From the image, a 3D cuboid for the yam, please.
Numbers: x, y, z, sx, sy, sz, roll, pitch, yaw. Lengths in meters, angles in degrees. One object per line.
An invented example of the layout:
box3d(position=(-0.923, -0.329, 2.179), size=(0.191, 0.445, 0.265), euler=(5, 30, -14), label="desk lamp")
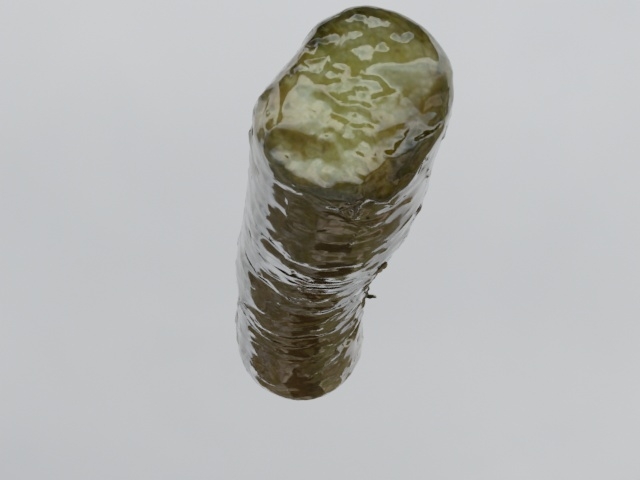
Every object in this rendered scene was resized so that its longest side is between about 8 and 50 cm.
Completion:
box3d(position=(0.000, 0.000, 0.698), size=(0.066, 0.066, 0.299), euler=(4, -17, -3), label="yam")
